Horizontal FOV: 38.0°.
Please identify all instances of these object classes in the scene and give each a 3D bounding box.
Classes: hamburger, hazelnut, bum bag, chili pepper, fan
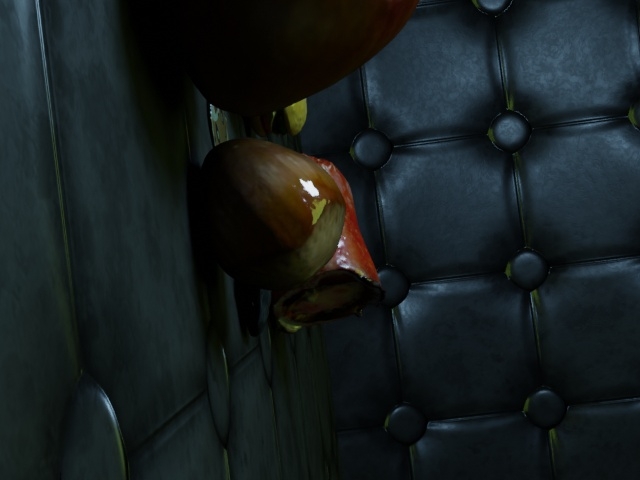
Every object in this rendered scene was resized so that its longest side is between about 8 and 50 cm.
[{"bbox_3d":[-0.087,-0.269,1.754,0.162,0.115,0.161,-8,90,-85],"label":"hamburger"},{"bbox_3d":[-0.064,-0.038,1.152,0.214,0.176,0.214,54,-11,15],"label":"hazelnut"},{"bbox_3d":[-0.092,0.005,1.450,0.137,0.074,0.310,94,-6,-46],"label":"bum bag"},{"bbox_3d":[-0.044,-0.323,1.030,0.366,0.366,0.365,-7,90,-87],"label":"hazelnut"},{"bbox_3d":[0.000,0.000,1.779,0.251,0.229,0.305,49,31,-54],"label":"chili pepper"},{"bbox_3d":[-0.154,-0.205,1.347,0.152,0.008,0.226,-91,174,-58],"label":"fan"}]
